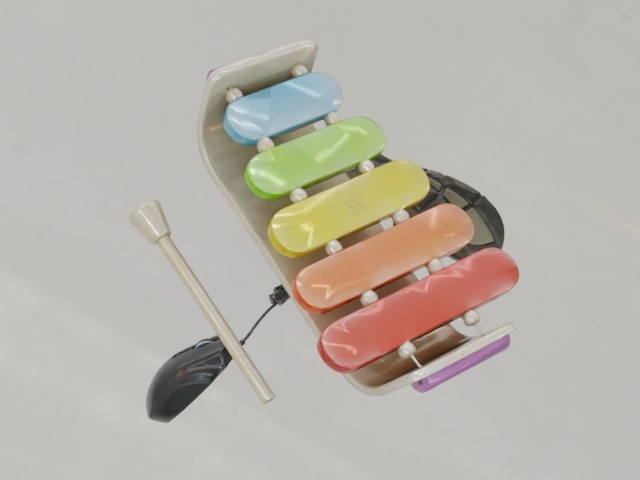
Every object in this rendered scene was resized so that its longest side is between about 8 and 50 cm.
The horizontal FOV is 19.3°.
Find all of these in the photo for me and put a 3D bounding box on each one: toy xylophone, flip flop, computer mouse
[{"bbox_3d":[0.000,0.000,1.499,0.236,0.081,0.323,-33,78,-37],"label":"toy xylophone"},{"bbox_3d":[0.053,-0.028,1.696,0.112,0.277,0.080,-4,111,-47],"label":"flip flop"},{"bbox_3d":[-0.079,0.079,1.722,0.242,0.071,0.041,-44,95,12],"label":"computer mouse"}]
